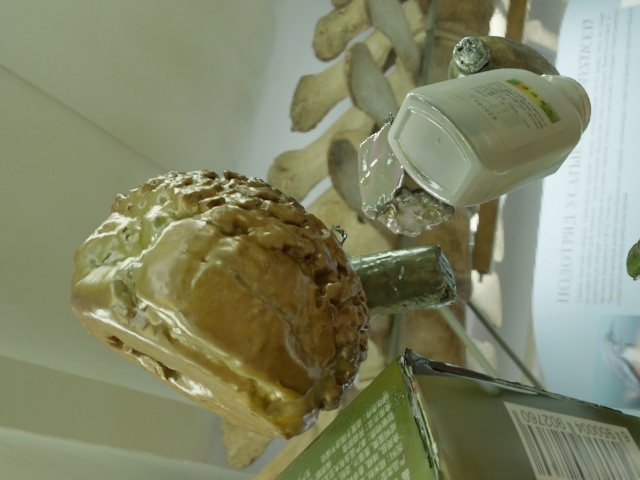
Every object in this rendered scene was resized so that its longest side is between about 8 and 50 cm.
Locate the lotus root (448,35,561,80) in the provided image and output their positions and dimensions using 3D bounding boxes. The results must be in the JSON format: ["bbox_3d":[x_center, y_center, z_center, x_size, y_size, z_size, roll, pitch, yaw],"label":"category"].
[{"bbox_3d":[0.362,-0.314,1.393,0.349,0.175,0.175,15,-104,-41],"label":"lotus root"}]

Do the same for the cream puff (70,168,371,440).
[{"bbox_3d":[-0.096,0.050,0.747,0.231,0.327,0.343,-57,-4,-22],"label":"cream puff"}]

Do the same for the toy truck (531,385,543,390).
[{"bbox_3d":[0.310,0.335,1.061,0.113,0.126,0.208,-21,-92,-18],"label":"toy truck"}]

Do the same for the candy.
[{"bbox_3d":[0.167,-0.126,1.393,0.184,0.137,0.195,22,-124,-40],"label":"candy"}]

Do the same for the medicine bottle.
[{"bbox_3d":[0.263,-0.163,1.015,0.324,0.179,0.124,-23,-30,-36],"label":"medicine bottle"}]

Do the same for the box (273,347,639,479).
[{"bbox_3d":[0.120,0.315,0.701,0.373,0.420,0.138,19,-145,-29],"label":"box"}]

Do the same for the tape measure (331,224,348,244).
[{"bbox_3d":[0.000,-0.004,1.597,0.107,0.180,0.104,3,-111,-11],"label":"tape measure"}]

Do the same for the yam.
[{"bbox_3d":[0.052,0.064,0.939,0.093,0.259,0.093,-10,-90,-83],"label":"yam"}]

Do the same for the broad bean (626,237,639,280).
[{"bbox_3d":[0.444,-0.053,0.850,0.144,0.049,0.292,-22,-42,-51],"label":"broad bean"}]
